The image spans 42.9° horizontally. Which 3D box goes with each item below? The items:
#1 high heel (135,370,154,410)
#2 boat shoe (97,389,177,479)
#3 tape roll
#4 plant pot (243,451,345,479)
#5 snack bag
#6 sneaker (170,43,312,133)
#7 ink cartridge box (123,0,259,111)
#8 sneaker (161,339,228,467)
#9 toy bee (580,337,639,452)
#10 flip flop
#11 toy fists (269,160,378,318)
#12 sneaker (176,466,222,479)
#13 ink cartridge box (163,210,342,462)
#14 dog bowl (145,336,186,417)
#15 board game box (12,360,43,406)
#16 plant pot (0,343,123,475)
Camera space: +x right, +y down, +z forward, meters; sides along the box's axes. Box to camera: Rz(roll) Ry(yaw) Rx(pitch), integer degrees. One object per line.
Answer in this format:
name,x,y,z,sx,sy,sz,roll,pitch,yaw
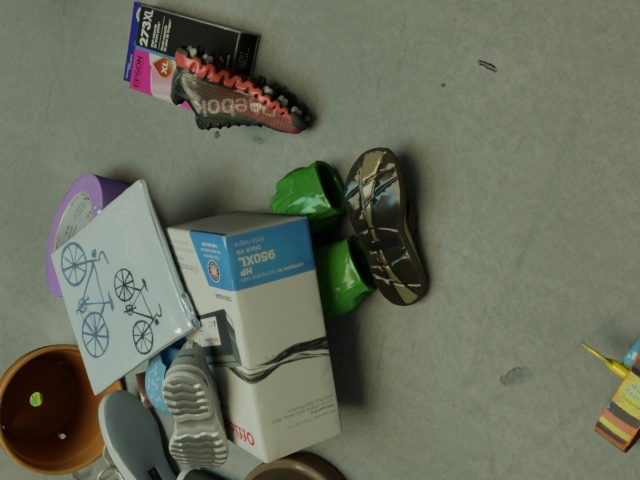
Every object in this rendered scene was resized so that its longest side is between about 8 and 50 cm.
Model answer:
high heel,-0.325,0.169,1.760,0.182,0.127,0.377,-17,73,-2
boat shoe,-0.416,0.521,1.839,0.156,0.136,0.367,-34,86,38
tape roll,-0.501,-0.004,1.780,0.275,0.090,0.274,-24,59,46
plant pot,-0.085,0.541,1.493,0.263,0.229,0.262,-1,88,27
snack bag,-0.380,0.085,1.555,0.343,0.037,0.323,-35,69,33
sneaker,-0.155,-0.248,1.499,0.276,0.097,0.135,26,106,0
ink cartridge box,-0.289,-0.370,1.656,0.371,0.069,0.175,24,110,35
sneaker,-0.207,0.294,1.427,0.105,0.115,0.281,4,130,2
toy bee,0.447,0.172,1.111,0.195,0.162,0.298,15,105,37
flip flop,0.122,-0.024,1.388,0.112,0.080,0.276,-11,105,33
toy fists,0.000,0.000,1.467,0.142,0.096,0.279,-28,78,31
sneaker,-0.231,0.636,1.717,0.147,0.105,0.295,-3,90,42
ink cartridge box,-0.125,0.157,1.458,0.285,0.166,0.394,6,108,59
dog bowl,-0.255,0.210,1.604,0.074,0.166,0.297,-4,69,38
board game box,-0.734,0.393,2.103,0.092,0.043,0.181,-13,88,37
plant pot,-0.633,0.379,1.897,0.204,0.291,0.290,-2,95,53
